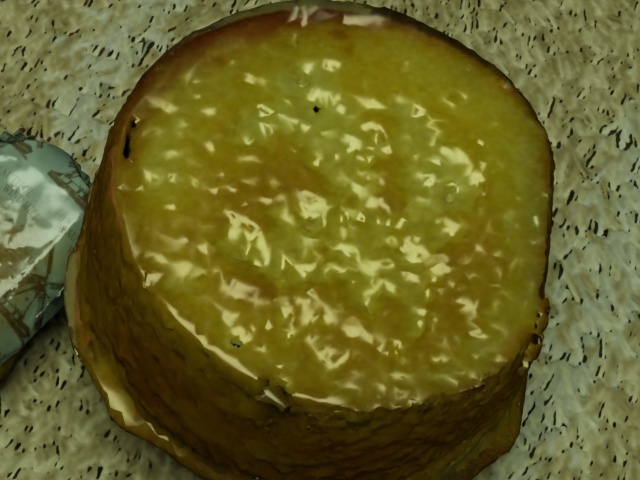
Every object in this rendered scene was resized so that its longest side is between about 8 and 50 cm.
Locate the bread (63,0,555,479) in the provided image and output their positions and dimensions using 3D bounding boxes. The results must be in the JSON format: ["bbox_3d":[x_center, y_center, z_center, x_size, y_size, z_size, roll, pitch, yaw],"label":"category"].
[{"bbox_3d":[0.000,0.000,1.171,0.398,0.215,0.398,5,62,-9],"label":"bread"}]

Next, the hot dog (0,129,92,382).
[{"bbox_3d":[-0.278,0.028,1.226,0.162,0.082,0.270,41,69,8],"label":"hot dog"}]
